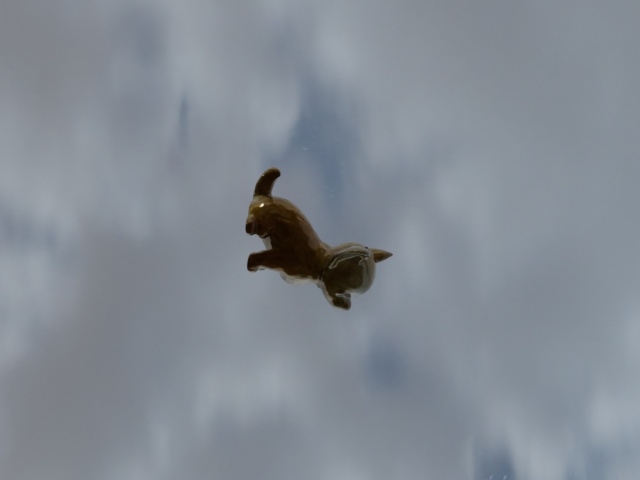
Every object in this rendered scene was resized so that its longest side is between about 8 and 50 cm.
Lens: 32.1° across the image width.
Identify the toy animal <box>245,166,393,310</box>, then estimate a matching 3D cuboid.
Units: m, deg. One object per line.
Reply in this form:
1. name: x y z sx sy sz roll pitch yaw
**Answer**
1. toy animal: 0.000 0.000 0.654 0.083 0.060 0.081 4 -91 7
